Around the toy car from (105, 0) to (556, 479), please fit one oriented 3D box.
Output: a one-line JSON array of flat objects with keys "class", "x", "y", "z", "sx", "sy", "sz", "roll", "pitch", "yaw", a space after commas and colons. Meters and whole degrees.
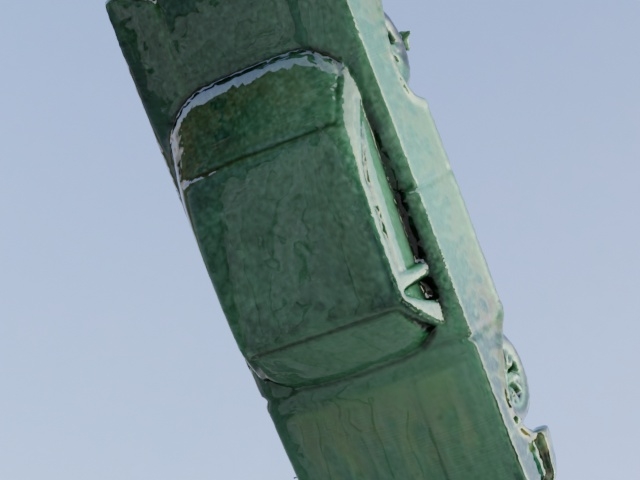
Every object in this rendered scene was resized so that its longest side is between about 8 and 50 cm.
[{"class": "toy car", "x": 0.000, "y": 0.000, "z": 0.941, "sx": 0.141, "sy": 0.097, "sz": 0.320, "roll": -20, "pitch": -87, "yaw": 25}]
